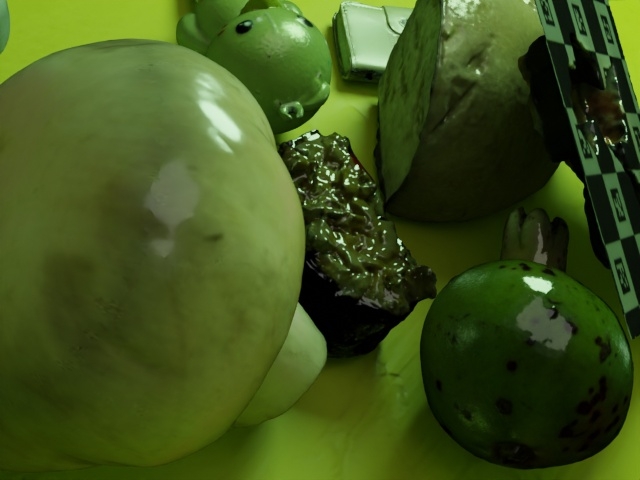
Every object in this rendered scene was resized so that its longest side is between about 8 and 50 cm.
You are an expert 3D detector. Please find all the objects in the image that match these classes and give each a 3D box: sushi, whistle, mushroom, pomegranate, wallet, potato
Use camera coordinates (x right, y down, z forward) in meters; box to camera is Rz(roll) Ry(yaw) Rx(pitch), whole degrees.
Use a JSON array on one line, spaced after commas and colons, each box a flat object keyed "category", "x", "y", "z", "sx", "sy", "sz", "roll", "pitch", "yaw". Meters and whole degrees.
[{"category": "sushi", "x": 0.000, "y": 0.000, "z": 1.216, "sx": 0.147, "sy": 0.115, "sz": 0.212, "roll": -5, "pitch": 56, "yaw": -28}, {"category": "whistle", "x": -0.076, "y": -0.224, "z": 1.353, "sx": 0.141, "sy": 0.141, "sz": 0.294, "roll": -6, "pitch": 55, "yaw": -28}, {"category": "sushi", "x": 0.264, "y": -0.086, "z": 1.290, "sx": 0.343, "sy": 0.064, "sz": 0.359, "roll": -10, "pitch": 84, "yaw": -65}, {"category": "mushroom", "x": -0.156, "y": 0.041, "z": 0.979, "sx": 0.353, "sy": 0.353, "sz": 0.325, "roll": 25, "pitch": 19, "yaw": -4}, {"category": "pomegranate", "x": 0.185, "y": 0.086, "z": 1.165, "sx": 0.202, "sy": 0.202, "sz": 0.247, "roll": 20, "pitch": 60, "yaw": -8}, {"category": "wallet", "x": 0.093, "y": -0.217, "z": 1.489, "sx": 0.155, "sy": 0.039, "sz": 0.110, "roll": 5, "pitch": 55, "yaw": -20}, {"category": "potato", "x": 0.200, "y": -0.138, "z": 1.363, "sx": 0.264, "sy": 0.211, "sz": 0.189, "roll": 8, "pitch": 49, "yaw": -24}]

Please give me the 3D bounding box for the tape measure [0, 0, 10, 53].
[{"category": "tape measure", "x": -0.422, "y": -0.229, "z": 1.186, "sx": 0.243, "sy": 0.125, "sz": 0.246, "roll": -21, "pitch": 77, "yaw": -15}]
